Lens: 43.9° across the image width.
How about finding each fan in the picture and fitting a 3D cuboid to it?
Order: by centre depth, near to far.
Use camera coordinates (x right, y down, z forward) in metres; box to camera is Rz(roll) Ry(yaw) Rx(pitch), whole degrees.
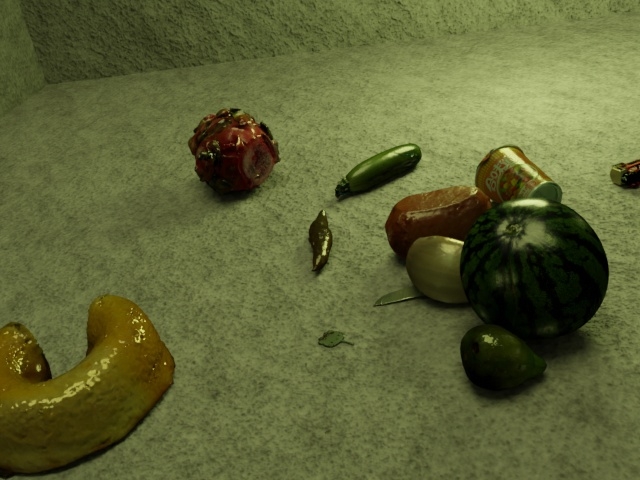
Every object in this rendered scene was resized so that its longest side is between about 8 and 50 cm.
[{"bbox_3d":[0.036,0.214,1.707,0.083,0.004,0.056,11,36,34],"label":"fan"}]

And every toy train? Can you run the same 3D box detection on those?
[{"bbox_3d":[0.839,-0.184,2.094,0.138,0.050,0.087,-19,26,-14],"label":"toy train"}]

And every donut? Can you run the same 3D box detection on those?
[{"bbox_3d":[-0.524,0.281,1.626,0.435,0.163,0.377,-15,30,-9],"label":"donut"}]

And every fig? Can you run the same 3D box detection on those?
[{"bbox_3d":[0.346,0.217,1.480,0.156,0.123,0.123,-2,27,-8],"label":"fig"}]

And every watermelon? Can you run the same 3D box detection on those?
[{"bbox_3d":[0.416,0.057,1.568,0.285,0.285,0.285,-9,29,5],"label":"watermelon"}]

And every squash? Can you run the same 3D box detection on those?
[{"bbox_3d":[0.170,-0.211,2.351,0.331,0.087,0.087,-27,32,-24],"label":"squash"}]

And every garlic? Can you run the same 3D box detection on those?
[{"bbox_3d":[0.306,0.061,1.763,0.245,0.145,0.164,11,18,15],"label":"garlic"}]

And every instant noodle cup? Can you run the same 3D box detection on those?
[{"bbox_3d":[0.513,-0.138,2.032,0.168,0.168,0.185,-21,37,-17],"label":"instant noodle cup"}]

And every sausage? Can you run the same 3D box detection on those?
[{"bbox_3d":[0.292,-0.044,1.939,0.268,0.141,0.153,-15,29,-2],"label":"sausage"}]

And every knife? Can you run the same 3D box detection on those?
[{"bbox_3d":[0.261,0.105,1.812,0.298,0.017,0.047,-13,38,-4],"label":"knife"}]

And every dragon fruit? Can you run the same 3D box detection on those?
[{"bbox_3d":[-0.289,-0.276,2.475,0.291,0.250,0.269,23,62,38],"label":"dragon fruit"}]

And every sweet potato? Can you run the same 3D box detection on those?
[{"bbox_3d":[0.000,0.000,2.052,0.067,0.067,0.274,-8,31,7],"label":"sweet potato"}]
